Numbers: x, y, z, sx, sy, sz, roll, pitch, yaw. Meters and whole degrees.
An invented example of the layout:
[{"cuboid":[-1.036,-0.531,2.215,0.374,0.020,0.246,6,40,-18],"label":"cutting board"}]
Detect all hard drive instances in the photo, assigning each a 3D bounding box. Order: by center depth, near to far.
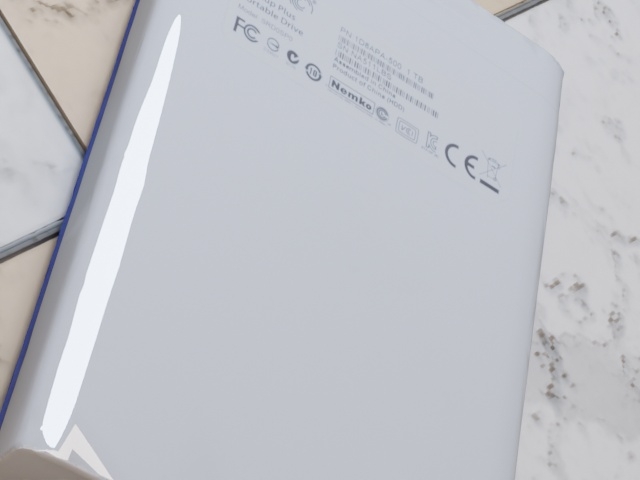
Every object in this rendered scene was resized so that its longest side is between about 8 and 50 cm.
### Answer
[{"cuboid":[0.000,0.000,0.758,0.210,0.040,0.319,31,49,-23],"label":"hard drive"}]
